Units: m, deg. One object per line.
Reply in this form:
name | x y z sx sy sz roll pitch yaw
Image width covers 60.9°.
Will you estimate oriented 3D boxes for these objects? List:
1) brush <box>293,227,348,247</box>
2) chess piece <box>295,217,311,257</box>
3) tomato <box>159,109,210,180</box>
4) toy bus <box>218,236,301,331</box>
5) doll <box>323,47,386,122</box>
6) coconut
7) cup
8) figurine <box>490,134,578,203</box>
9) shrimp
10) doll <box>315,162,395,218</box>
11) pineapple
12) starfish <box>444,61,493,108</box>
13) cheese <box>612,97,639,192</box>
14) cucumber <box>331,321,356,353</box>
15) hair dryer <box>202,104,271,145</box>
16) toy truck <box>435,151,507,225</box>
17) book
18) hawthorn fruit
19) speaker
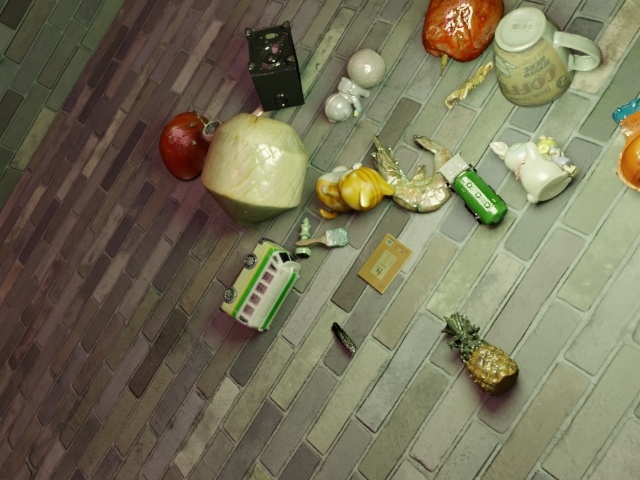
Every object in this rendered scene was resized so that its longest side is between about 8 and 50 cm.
brush | 0.000 0.000 1.908 0.196 0.021 0.070 -9 70 10
chess piece | -0.059 -0.014 1.967 0.059 0.059 0.149 -10 65 29
tomato | -0.607 -0.427 2.371 0.309 0.170 0.308 -11 68 28
toy bus | -0.202 0.161 1.944 0.179 0.143 0.305 31 92 33
doll | 0.115 -0.556 1.984 0.287 0.151 0.151 -52 55 11
coconut | -0.244 -0.248 1.985 0.415 0.345 0.415 -2 87 45
cup | 0.645 -0.541 1.578 0.301 0.257 0.227 8 81 32
figurine | 0.610 -0.236 1.579 0.155 0.127 0.235 -50 51 31
shrimp | 0.298 -0.247 1.806 0.247 0.085 0.360 -43 63 9
doll | 0.100 -0.172 1.825 0.167 0.162 0.270 -36 15 -25
pineapple | 0.432 0.310 1.518 0.128 0.128 0.248 -48 51 10
starfish | 0.473 -0.501 1.723 0.150 0.053 0.210 -59 8 -23
cheese | 0.871 -0.247 1.419 0.217 0.129 0.329 -26 50 26
cucumber | 0.074 0.320 1.785 0.033 0.034 0.135 -53 55 12
hair dryer | -0.306 -0.481 2.216 0.344 0.189 0.107 -43 53 -5
toy truck | 0.457 -0.147 1.628 0.101 0.125 0.242 -42 69 15
book | 0.213 0.075 1.791 0.118 0.012 0.172 40 97 34
hawthorn fruit | 0.452 -0.707 1.755 0.262 0.258 0.258 -46 55 -9
speaker | -0.177 -0.670 2.106 0.184 0.254 0.232 -10 67 4
